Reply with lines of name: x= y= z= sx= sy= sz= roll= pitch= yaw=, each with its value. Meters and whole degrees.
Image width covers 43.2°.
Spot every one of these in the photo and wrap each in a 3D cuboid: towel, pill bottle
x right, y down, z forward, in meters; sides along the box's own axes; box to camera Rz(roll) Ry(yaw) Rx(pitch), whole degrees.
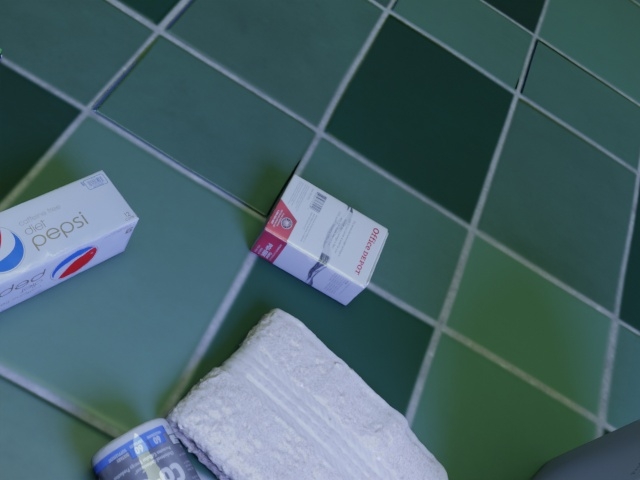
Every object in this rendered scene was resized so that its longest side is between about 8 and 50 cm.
towel: x=-0.002 y=0.218 z=0.826 sx=0.282 sy=0.049 sz=0.187 roll=43 pitch=49 yaw=4
pill bottle: x=-0.140 y=0.236 z=0.722 sx=0.078 sy=0.078 sz=0.137 roll=-23 pitch=72 yaw=-37

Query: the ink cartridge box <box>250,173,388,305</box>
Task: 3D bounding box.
ink cartridge box: x=0.000 y=0.000 z=0.963 sx=0.135 sy=0.056 sz=0.099 roll=31 pitch=51 yaw=-6

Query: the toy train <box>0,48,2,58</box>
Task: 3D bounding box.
toy train: x=-0.404 y=-0.227 z=0.918 sx=0.083 sy=0.023 sz=0.017 roll=16 pitch=54 yaw=-18

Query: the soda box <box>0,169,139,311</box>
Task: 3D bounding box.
soda box: x=-0.290 y=0.012 z=0.791 sx=0.216 sy=0.074 sz=0.069 roll=-30 pitch=77 yaw=-38

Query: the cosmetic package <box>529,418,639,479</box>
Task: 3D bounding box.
cosmetic package: x=0.312 y=0.262 z=0.747 sx=0.217 sy=0.385 sz=0.156 roll=-24 pitch=72 yaw=-34
